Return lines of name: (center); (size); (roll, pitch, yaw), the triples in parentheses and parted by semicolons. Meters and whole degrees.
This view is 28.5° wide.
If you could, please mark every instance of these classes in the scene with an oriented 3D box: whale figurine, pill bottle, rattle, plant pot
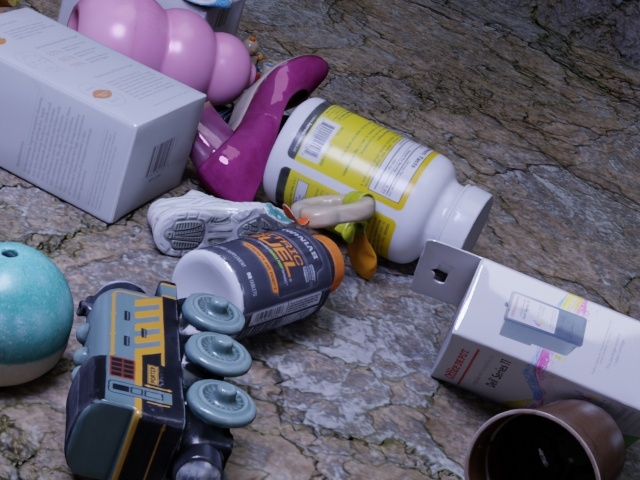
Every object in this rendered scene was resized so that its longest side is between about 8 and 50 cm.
whale figurine: (-0.414, 0.059, 1.430); (0.272, 0.141, 0.216); (17, 27, -5)
pill bottle: (-0.073, 0.054, 1.690); (0.130, 0.130, 0.246); (35, 29, 28)
pill bottle: (0.094, -0.079, 1.996); (0.334, 0.187, 0.188); (27, 27, 13)
rattle: (0.000, 0.000, 1.837); (0.130, 0.142, 0.200); (18, 21, 21)
plant pot: (0.280, 0.265, 1.509); (0.167, 0.167, 0.165); (32, 21, 23)

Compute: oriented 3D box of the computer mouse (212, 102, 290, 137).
computer mouse: (-0.074, -0.186, 2.216); (0.272, 0.072, 0.188); (18, 25, -3)

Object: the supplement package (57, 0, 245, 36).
supplement package: (-0.323, -0.428, 2.391); (0.293, 0.175, 0.177); (26, 28, 13)

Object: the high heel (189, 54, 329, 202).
high heel: (-0.077, -0.181, 2.107); (0.377, 0.127, 0.181); (-35, 86, -39)

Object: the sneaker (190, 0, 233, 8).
sneaker: (-0.215, -0.491, 2.283); (0.087, 0.092, 0.228); (4, 33, -32)

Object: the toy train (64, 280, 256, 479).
toy train: (-0.182, 0.153, 1.399); (0.190, 0.142, 0.334); (16, 26, -16)

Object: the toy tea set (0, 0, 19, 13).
toy tea set: (-0.506, -0.388, 2.051); (0.124, 0.200, 0.336); (-6, -8, 5)

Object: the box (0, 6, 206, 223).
box: (-0.386, -0.197, 1.913); (0.345, 0.168, 0.215); (27, 27, 14)

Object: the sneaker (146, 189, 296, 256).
sneaker: (-0.148, -0.036, 1.862); (0.232, 0.090, 0.115); (5, 26, -30)

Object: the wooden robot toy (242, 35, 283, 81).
wooden robot toy: (-0.134, -0.364, 2.510); (0.173, 0.079, 0.076); (5, 30, -27)

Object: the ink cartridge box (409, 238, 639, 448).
ink cartridge box: (0.271, 0.142, 1.658); (0.354, 0.207, 0.119); (22, 68, 6)

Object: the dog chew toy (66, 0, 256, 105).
dog chew toy: (-0.271, -0.319, 2.188); (0.332, 0.206, 0.206); (10, 28, -23)
